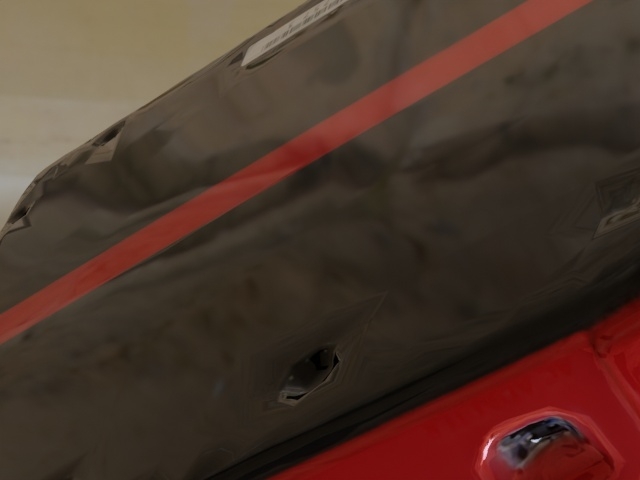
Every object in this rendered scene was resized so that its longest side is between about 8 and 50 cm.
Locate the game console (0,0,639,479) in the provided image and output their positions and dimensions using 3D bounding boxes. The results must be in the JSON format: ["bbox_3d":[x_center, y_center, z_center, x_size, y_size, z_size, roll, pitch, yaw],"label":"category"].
[{"bbox_3d":[0.000,0.000,0.574,0.386,0.060,0.342,-28,-156,27],"label":"game console"}]
